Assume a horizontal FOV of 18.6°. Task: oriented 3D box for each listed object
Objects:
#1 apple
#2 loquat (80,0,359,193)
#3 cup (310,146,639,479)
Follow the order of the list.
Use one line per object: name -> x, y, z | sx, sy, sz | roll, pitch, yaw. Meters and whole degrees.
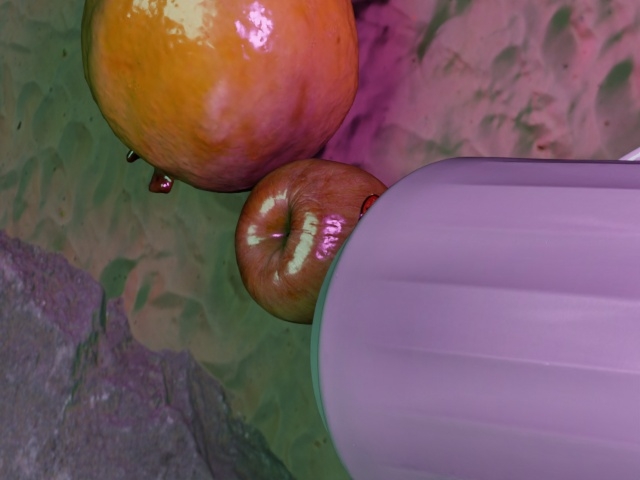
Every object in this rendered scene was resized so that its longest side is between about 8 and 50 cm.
apple -> -0.002, 0.002, 1.447 | 0.126, 0.102, 0.126 | -15, 68, 41
loquat -> -0.073, -0.150, 1.492 | 0.238, 0.193, 0.238 | 13, 117, 28
cup -> 0.191, 0.038, 1.133 | 0.327, 0.237, 0.323 | 3, 52, 50
